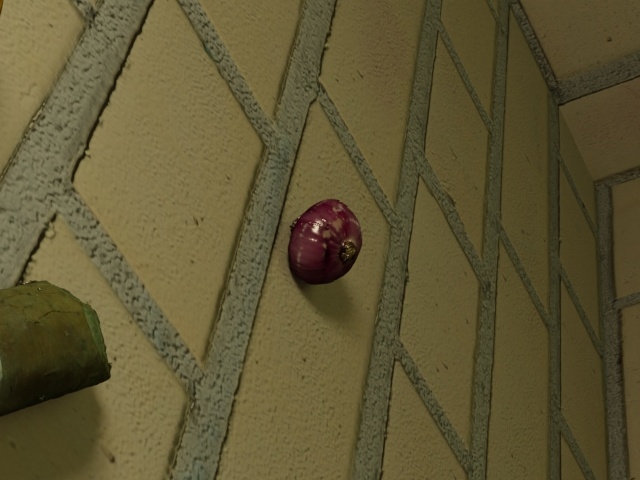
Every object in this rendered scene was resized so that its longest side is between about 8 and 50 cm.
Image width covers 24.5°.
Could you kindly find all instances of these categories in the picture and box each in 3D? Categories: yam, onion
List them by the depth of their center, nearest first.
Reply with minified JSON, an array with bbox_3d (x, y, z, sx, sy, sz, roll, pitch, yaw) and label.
[{"bbox_3d":[-0.236,0.085,1.217,0.259,0.106,0.106,-17,88,-68],"label":"yam"},{"bbox_3d":[0.000,0.000,1.896,0.104,0.115,0.115,32,-2,33],"label":"onion"}]

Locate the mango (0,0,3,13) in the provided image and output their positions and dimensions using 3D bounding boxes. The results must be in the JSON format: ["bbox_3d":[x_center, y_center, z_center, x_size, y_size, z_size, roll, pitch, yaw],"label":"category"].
[{"bbox_3d":[-0.339,-0.196,1.170,0.295,0.120,0.177,-69,144,-57],"label":"mango"}]
